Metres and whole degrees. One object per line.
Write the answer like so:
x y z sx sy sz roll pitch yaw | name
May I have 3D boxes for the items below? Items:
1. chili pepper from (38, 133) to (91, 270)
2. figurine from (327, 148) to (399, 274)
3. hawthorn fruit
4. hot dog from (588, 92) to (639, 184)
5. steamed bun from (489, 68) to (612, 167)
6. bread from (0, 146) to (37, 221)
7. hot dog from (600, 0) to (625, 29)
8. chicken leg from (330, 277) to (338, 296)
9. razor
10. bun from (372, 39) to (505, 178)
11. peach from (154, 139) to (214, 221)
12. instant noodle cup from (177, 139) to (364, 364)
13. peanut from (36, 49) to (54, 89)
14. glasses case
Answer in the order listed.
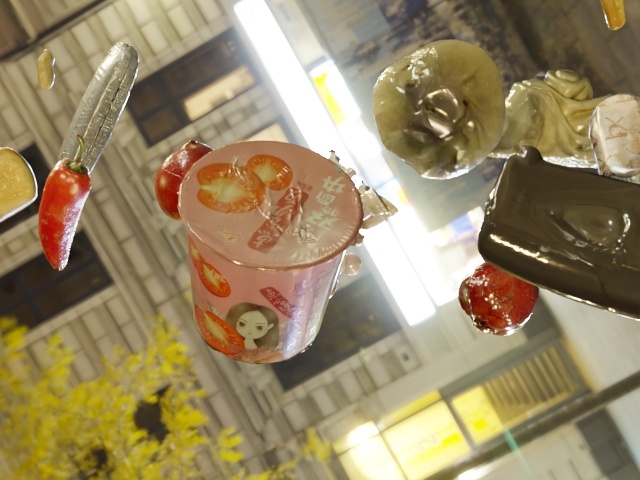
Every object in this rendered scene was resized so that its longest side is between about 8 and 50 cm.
-0.411 -0.053 1.541 0.071 0.272 0.063 19 -146 -6 | chili pepper
-0.008 -0.008 1.606 0.144 0.257 0.182 46 -175 22 | figurine
0.343 0.095 1.812 0.148 0.172 0.148 43 172 7 | hawthorn fruit
0.493 -0.161 1.560 0.059 0.108 0.191 51 -147 -43 | hot dog
0.594 -0.304 2.369 0.346 0.394 0.238 -167 83 -83 | steamed bun
-0.714 -0.103 2.040 0.098 0.217 0.147 17 132 57 | bread
0.489 -0.424 1.632 0.028 0.044 0.137 -98 -17 -69 | hot dog
-0.057 0.069 1.912 0.085 0.207 0.101 7 92 61 | chicken leg
0.411 -0.005 1.417 0.349 0.204 0.113 19 164 21 | razor
0.236 -0.251 1.873 0.273 0.273 0.168 60 -174 -6 | bun
-0.307 -0.142 2.320 0.197 0.197 0.197 60 -175 -8 | peach
-0.077 0.023 1.322 0.231 0.243 0.243 101 151 -46 | instant noodle cup
-0.548 -0.341 1.924 0.037 0.037 0.083 40 -129 -77 | peanut
-0.406 -0.227 1.751 0.067 0.282 0.109 21 -172 -29 | glasses case
